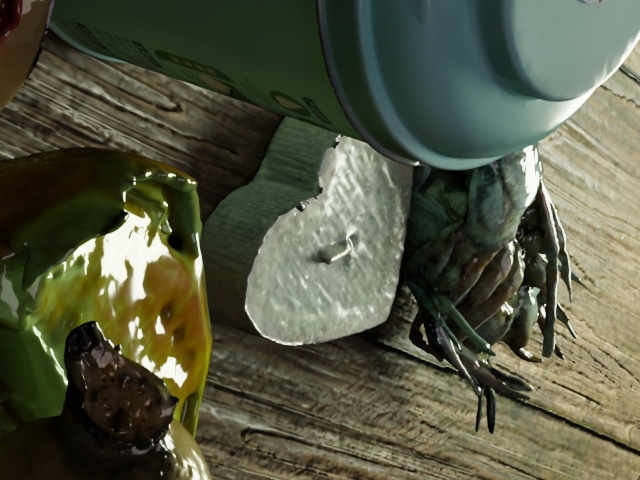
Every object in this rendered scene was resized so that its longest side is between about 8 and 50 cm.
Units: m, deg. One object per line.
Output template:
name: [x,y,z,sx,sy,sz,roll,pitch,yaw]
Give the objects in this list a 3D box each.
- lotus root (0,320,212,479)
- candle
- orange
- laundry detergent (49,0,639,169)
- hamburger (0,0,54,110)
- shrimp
lotus root: [-0.110,0.145,0.941,0.125,0.118,0.221,-25,132,-72]
candle: [0.000,0.000,1.368,0.192,0.068,0.168,-52,140,-21]
orange: [-0.183,0.085,1.043,0.334,0.196,0.262,-38,151,-32]
laundry detergent: [0.025,-0.199,1.081,0.287,0.305,0.287,-31,131,-44]
hamburger: [-0.219,-0.126,0.917,0.137,0.175,0.175,1,107,-41]
shrimp: [0.117,0.037,1.484,0.172,0.137,0.372,-51,136,-40]
